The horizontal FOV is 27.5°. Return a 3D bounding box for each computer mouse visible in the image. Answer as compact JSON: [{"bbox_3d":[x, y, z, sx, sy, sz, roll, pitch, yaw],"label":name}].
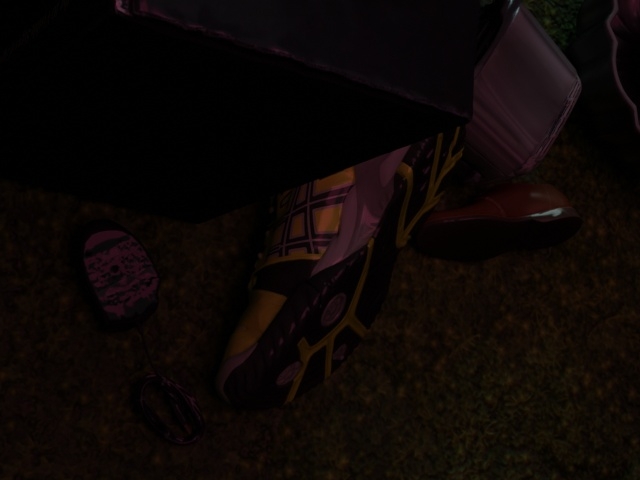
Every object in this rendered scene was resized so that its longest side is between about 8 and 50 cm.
[{"bbox_3d":[-0.176,0.092,1.272,0.071,0.041,0.242,-24,101,-22],"label":"computer mouse"}]

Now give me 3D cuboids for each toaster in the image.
[{"bbox_3d":[0.195,-0.169,1.473,0.146,0.129,0.227,44,61,-21],"label":"toaster"}]

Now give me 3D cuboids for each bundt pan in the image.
[{"bbox_3d":[0.440,-0.215,1.621,0.331,0.124,0.330,5,80,-29],"label":"bundt pan"}]

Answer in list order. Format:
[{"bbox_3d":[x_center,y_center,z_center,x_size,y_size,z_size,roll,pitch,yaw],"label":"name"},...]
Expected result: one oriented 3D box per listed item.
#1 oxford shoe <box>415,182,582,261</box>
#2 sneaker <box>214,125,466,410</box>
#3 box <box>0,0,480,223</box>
[{"bbox_3d":[0.192,-0.027,1.491,0.212,0.076,0.076,-6,55,-28],"label":"oxford shoe"},{"bbox_3d":[0.000,0.000,1.344,0.384,0.147,0.145,-56,154,-12],"label":"sneaker"},{"bbox_3d":[-0.102,-0.302,1.119,0.297,0.480,0.471,15,75,-28],"label":"box"}]
